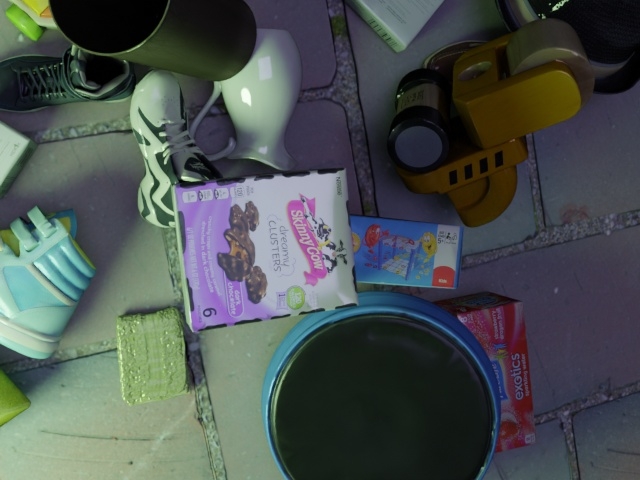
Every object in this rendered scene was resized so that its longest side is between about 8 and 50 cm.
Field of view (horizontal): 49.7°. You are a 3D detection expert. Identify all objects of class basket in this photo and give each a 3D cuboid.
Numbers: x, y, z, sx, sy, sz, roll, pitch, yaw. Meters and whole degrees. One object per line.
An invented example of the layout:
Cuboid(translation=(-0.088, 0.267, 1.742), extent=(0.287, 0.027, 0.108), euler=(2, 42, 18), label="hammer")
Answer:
Cuboid(translation=(-0.200, -0.296, 0.910), extent=(0.204, 0.227, 0.154), euler=(22, 100, 26), label="basket")

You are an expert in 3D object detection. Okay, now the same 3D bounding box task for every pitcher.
Cuboid(translation=(-0.118, -0.219, 1.062), extent=(0.178, 0.125, 0.207), euler=(2, 105, -2), label="pitcher")

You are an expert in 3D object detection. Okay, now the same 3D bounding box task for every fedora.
Cuboid(translation=(0.454, -0.411, 1.144), extent=(0.334, 0.152, 0.333), euler=(8, 68, -20), label="fedora")

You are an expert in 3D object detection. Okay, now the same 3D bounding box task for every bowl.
Cuboid(translation=(0.095, 0.277, 1.108), extent=(0.392, 0.077, 0.390), euler=(0, 97, 4), label="bowl")

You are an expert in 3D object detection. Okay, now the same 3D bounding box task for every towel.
Cuboid(translation=(-0.265, 0.183, 1.088), extent=(0.110, 0.027, 0.148), euler=(-8, 97, -15), label="towel")

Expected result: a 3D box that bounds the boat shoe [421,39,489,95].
Cuboid(translation=(0.305, -0.304, 1.185), extent=(0.258, 0.095, 0.095), euler=(-9, 97, -16), label="boat shoe")

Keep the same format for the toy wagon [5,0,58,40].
Cuboid(translation=(-0.356, -0.415, 0.994), extent=(0.344, 0.068, 0.267), euler=(43, 82, -15), label="toy wagon")

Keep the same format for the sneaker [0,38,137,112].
Cuboid(translation=(-0.370, -0.228, 0.956), extent=(0.226, 0.163, 0.086), euler=(-9, 98, -14), label="sneaker")

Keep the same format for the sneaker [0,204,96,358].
Cuboid(translation=(-0.465, 0.005, 0.967), extent=(0.319, 0.127, 0.208), euler=(36, 86, -26), label="sneaker")

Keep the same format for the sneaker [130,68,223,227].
Cuboid(translation=(-0.199, -0.128, 1.001), extent=(0.094, 0.153, 0.234), euler=(-2, 101, -47), label="sneaker")

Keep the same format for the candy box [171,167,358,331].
Cuboid(translation=(-0.063, 0.006, 0.797), extent=(0.196, 0.070, 0.164), euler=(-8, 96, -15), label="candy box")

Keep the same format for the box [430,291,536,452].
Cuboid(translation=(0.279, 0.229, 1.203), extent=(0.128, 0.123, 0.256), euler=(-8, 97, -15), label="box")

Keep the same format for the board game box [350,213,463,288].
Cuboid(translation=(0.000, 0.000, 1.010), extent=(0.309, 0.302, 0.086), euler=(5, 93, -17), label="board game box")

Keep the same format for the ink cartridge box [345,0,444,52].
Cuboid(translation=(0.122, -0.470, 1.144), extent=(0.223, 0.045, 0.224), euler=(41, 82, -16), label="ink cartridge box")

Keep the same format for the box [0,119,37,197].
Cuboid(translation=(-0.466, -0.121, 0.966), extent=(0.087, 0.101, 0.102), euler=(34, 84, -16), label="box")

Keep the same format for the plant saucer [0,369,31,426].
Cuboid(translation=(-0.542, 0.219, 0.964), extent=(0.188, 0.045, 0.188), euler=(-34, 104, 11), label="plant saucer")

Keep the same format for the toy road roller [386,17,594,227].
Cuboid(translation=(0.275, -0.171, 1.093), extent=(0.330, 0.202, 0.240), euler=(-21, 120, 24), label="toy road roller")
